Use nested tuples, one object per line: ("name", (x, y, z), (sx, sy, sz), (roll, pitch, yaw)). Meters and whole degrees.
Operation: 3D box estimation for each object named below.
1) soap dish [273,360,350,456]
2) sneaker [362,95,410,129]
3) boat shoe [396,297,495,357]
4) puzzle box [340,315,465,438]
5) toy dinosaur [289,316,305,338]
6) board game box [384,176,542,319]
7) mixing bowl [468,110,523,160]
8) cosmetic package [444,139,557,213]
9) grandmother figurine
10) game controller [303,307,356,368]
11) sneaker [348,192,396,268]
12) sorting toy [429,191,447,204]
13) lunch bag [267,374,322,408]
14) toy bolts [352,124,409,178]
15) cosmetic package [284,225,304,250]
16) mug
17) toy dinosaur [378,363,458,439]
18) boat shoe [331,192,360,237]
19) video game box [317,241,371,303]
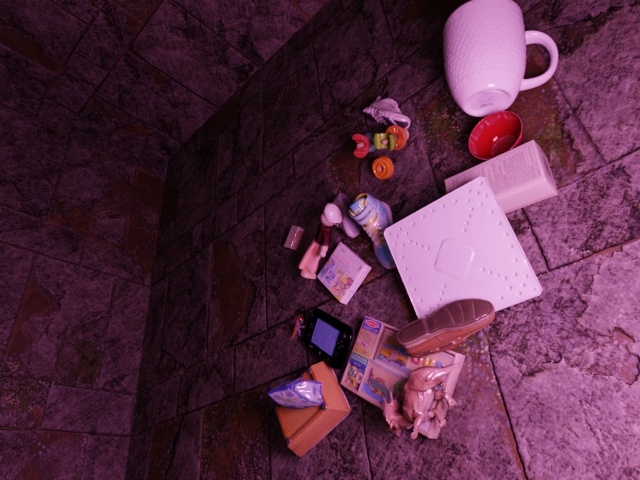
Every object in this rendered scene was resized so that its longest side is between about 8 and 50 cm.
("soap dish", (-0.042, 0.628, 1.661), (0.291, 0.118, 0.229), (-49, 42, 18))
("sneaker", (0.305, -0.572, 1.954), (0.118, 0.110, 0.292), (-50, 41, 2))
("boat shoe", (0.393, 0.273, 1.353), (0.307, 0.104, 0.111), (-24, 28, 23))
("puzzle box", (0.262, 0.441, 1.489), (0.409, 0.052, 0.272), (13, 79, 49))
("toy dinosaur", (-0.096, 0.374, 1.893), (0.047, 0.090, 0.082), (17, 126, 60))
("board game box", (0.436, 0.057, 1.411), (0.390, 0.050, 0.390), (-31, 71, 33))
("mixing bowl", (0.611, -0.336, 1.496), (0.181, 0.098, 0.181), (-23, 55, 38))
("cosmetic package", (0.578, -0.175, 1.436), (0.309, 0.113, 0.160), (-24, 54, 38))
("grandmother figurine", (0.000, 0.000, 1.880), (0.208, 0.104, 0.342), (-116, 42, -56))
("game controller", (0.028, 0.379, 1.726), (0.319, 0.067, 0.166), (16, 80, 61))
("sneaker", (0.200, -0.047, 1.695), (0.127, 0.208, 0.319), (-36, 48, 27))
("sorting toy", (0.447, -0.141, 1.620), (0.102, 0.042, 0.061), (-30, 65, 18))
("lunch bag", (-0.089, 0.536, 1.550), (0.129, 0.151, 0.096), (-30, 50, 35))
("toy bolts", (0.270, -0.395, 1.908), (0.228, 0.158, 0.218), (21, 126, 40))
("cosmetic package", (-0.129, -0.012, 2.159), (0.060, 0.041, 0.115), (16, 82, 49))
("mug", (0.625, -0.624, 1.540), (0.374, 0.276, 0.328), (-1, 72, 14))
("toy dinosaur", (0.284, 0.467, 1.323), (0.200, 0.127, 0.296), (22, 81, 57))
("boat shoe", (0.098, -0.098, 1.923), (0.088, 0.096, 0.268), (-44, 42, 27))
("video game box", (0.095, 0.134, 1.836), (0.187, 0.048, 0.205), (-54, 40, 8))
